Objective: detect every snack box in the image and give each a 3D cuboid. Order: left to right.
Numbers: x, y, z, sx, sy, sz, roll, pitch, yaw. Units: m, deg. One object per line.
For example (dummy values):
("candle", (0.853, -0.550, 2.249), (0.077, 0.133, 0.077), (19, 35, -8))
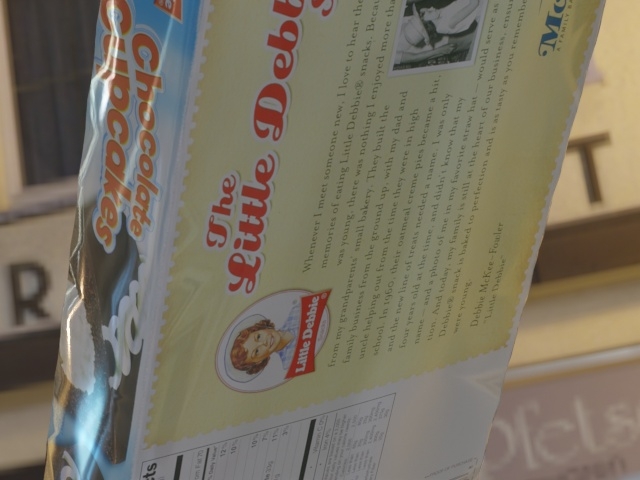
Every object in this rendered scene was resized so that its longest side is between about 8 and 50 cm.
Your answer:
("snack box", (0.000, 0.000, 0.629), (0.187, 0.060, 0.322), (-12, -54, -37))
